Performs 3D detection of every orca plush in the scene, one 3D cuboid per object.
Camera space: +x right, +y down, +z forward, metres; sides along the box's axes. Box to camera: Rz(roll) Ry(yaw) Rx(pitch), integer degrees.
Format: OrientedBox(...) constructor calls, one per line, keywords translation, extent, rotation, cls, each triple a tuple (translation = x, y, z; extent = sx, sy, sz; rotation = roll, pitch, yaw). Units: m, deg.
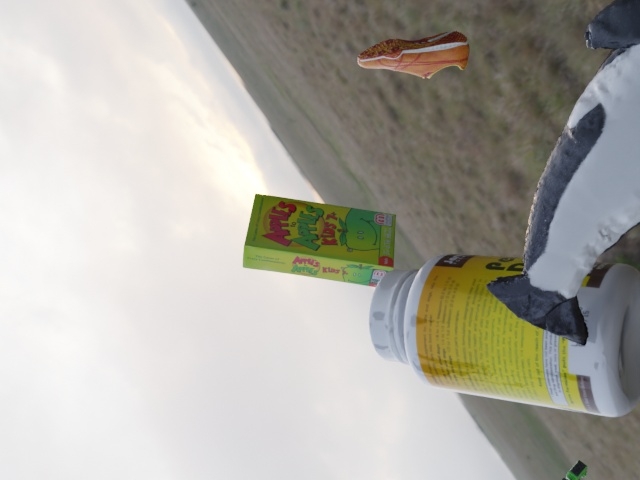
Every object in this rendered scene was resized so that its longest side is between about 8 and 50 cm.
OrientedBox(translation=(0.229, -0.063, 0.560), extent=(0.151, 0.287, 0.102), rotation=(23, -170, 11), cls="orca plush")

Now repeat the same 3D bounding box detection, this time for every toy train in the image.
OrientedBox(translation=(0.271, 0.280, 0.935), extent=(0.017, 0.083, 0.024), rotation=(35, 158, 34), cls="toy train")

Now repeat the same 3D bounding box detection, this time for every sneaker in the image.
OrientedBox(translation=(0.144, -0.280, 1.301), extent=(0.064, 0.175, 0.067), rotation=(-77, -19, -52), cls="sneaker")

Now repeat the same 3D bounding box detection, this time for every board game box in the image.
OrientedBox(translation=(0.000, 0.000, 1.036), extent=(0.043, 0.181, 0.092), rotation=(101, 178, -48), cls="board game box")

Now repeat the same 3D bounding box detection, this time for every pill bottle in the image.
OrientedBox(translation=(0.150, 0.071, 0.685), extent=(0.215, 0.117, 0.117), rotation=(3, 145, 36), cls="pill bottle")
